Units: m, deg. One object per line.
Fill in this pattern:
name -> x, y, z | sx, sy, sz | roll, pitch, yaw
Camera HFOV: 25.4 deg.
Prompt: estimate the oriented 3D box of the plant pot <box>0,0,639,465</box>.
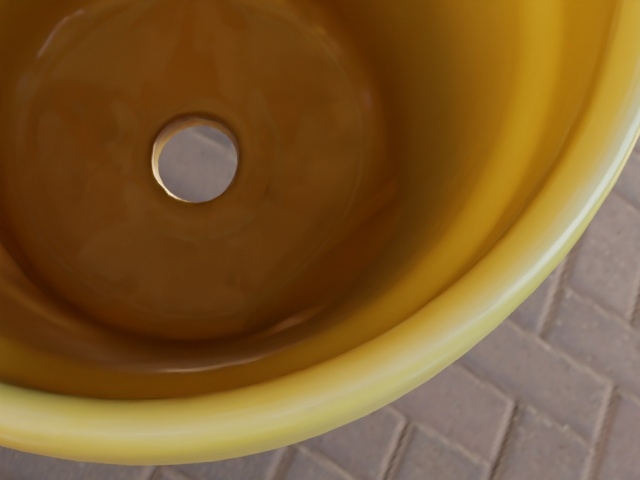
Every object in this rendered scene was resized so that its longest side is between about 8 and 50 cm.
plant pot -> -0.043, -0.054, 0.438 | 0.254, 0.239, 0.254 | 0, 78, -1
